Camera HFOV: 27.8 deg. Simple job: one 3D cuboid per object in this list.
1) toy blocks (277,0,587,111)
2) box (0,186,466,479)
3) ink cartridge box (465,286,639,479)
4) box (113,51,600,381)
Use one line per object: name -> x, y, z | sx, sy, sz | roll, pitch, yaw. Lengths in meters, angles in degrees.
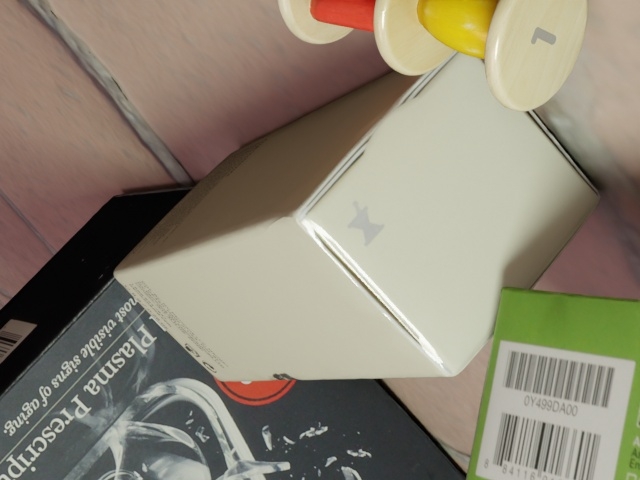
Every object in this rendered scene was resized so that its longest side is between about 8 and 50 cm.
toy blocks -> 0.012, -0.114, 0.452 | 0.148, 0.054, 0.123 | 25, 154, 39
box -> -0.122, 0.191, 0.885 | 0.312, 0.343, 0.179 | 48, 160, -20
ink cartridge box -> 0.209, 0.093, 0.477 | 0.255, 0.097, 0.189 | 14, 175, -31
box -> 0.000, 0.000, 0.621 | 0.094, 0.113, 0.275 | 47, 160, -12
